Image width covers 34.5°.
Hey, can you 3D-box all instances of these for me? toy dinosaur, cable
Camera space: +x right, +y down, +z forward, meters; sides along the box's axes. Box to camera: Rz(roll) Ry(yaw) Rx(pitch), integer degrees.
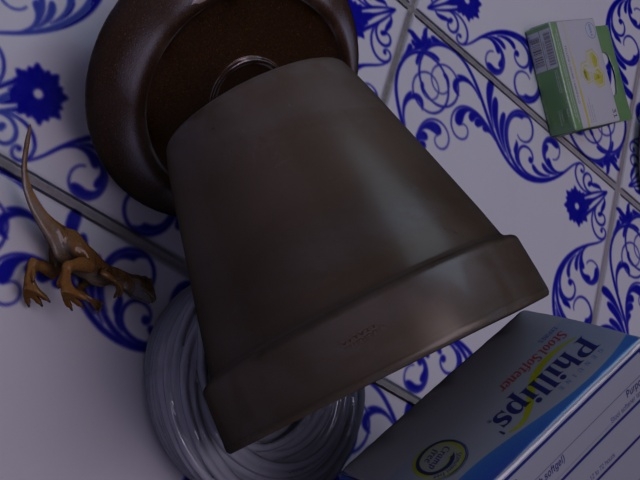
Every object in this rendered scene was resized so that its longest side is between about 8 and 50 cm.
[{"bbox_3d":[-0.248,0.007,0.994,0.211,0.064,0.112,51,35,-32],"label":"toy dinosaur"},{"bbox_3d":[-0.067,0.151,1.092,0.257,0.089,0.257,26,66,-35],"label":"cable"}]

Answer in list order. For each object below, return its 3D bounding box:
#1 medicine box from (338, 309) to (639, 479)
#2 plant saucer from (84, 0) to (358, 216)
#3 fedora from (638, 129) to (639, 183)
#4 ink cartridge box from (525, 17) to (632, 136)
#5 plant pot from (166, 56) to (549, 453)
[{"bbox_3d":[0.200,0.260,0.952,0.263,0.149,0.289,-36,116,-26],"label":"medicine box"},{"bbox_3d":[-0.082,-0.152,1.050,0.311,0.050,0.310,-18,127,-26],"label":"plant saucer"},{"bbox_3d":[0.654,-0.151,1.749,0.244,0.124,0.275,35,60,-30],"label":"fedora"},{"bbox_3d":[0.430,-0.263,1.627,0.235,0.056,0.171,-14,90,-40],"label":"ink cartridge box"},{"bbox_3d":[0.000,0.000,0.943,0.323,0.323,0.280,-21,80,-41],"label":"plant pot"}]
